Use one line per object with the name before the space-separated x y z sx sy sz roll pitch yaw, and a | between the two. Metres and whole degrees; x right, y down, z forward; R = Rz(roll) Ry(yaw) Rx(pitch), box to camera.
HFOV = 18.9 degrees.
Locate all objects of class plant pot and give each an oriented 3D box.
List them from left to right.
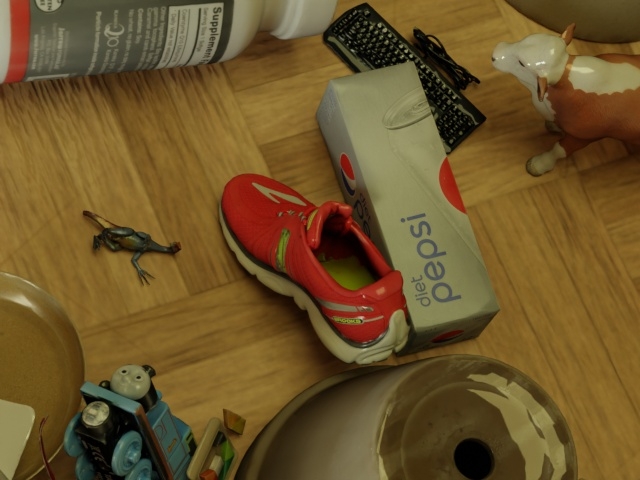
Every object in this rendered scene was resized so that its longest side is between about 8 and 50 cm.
plant pot | -0.330 0.139 1.788 0.236 0.032 0.236 -2 64 5
plant pot | 0.101 0.238 1.764 0.323 0.280 0.323 6 66 -14

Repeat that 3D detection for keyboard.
keyboard | 0.101 -0.189 2.083 0.192 0.038 0.100 44 63 5

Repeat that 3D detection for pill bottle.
pill bottle | -0.179 -0.277 1.946 0.362 0.210 0.210 -8 70 -19

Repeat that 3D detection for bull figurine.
bull figurine | 0.317 -0.144 2.038 0.310 0.188 0.101 4 66 -14

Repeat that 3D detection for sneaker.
sneaker | 0.000 0.000 1.892 0.107 0.118 0.279 -25 47 -28

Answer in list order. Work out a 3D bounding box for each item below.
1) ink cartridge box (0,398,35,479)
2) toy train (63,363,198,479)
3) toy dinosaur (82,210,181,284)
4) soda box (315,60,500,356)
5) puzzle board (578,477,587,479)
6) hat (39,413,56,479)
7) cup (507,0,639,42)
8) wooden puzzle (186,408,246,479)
ink cartridge box | -0.403 0.262 1.653 0.207 0.119 0.354 12 67 14
toy train | -0.173 0.187 1.769 0.080 0.184 0.105 18 58 24
toy dinosaur | -0.182 -0.004 1.924 0.082 0.047 0.090 -2 56 -36
soda box | 0.087 -0.033 1.977 0.098 0.091 0.286 -13 72 -15
puzzle board | 0.305 0.307 1.940 0.128 0.011 0.096 24 62 -5
hat | -0.216 0.305 1.698 0.208 0.183 0.173 34 63 1
cup | 0.338 -0.419 2.138 0.331 0.237 0.331 6 66 -13
wooden puzzle | -0.100 0.212 1.837 0.014 0.078 0.116 11 67 24
